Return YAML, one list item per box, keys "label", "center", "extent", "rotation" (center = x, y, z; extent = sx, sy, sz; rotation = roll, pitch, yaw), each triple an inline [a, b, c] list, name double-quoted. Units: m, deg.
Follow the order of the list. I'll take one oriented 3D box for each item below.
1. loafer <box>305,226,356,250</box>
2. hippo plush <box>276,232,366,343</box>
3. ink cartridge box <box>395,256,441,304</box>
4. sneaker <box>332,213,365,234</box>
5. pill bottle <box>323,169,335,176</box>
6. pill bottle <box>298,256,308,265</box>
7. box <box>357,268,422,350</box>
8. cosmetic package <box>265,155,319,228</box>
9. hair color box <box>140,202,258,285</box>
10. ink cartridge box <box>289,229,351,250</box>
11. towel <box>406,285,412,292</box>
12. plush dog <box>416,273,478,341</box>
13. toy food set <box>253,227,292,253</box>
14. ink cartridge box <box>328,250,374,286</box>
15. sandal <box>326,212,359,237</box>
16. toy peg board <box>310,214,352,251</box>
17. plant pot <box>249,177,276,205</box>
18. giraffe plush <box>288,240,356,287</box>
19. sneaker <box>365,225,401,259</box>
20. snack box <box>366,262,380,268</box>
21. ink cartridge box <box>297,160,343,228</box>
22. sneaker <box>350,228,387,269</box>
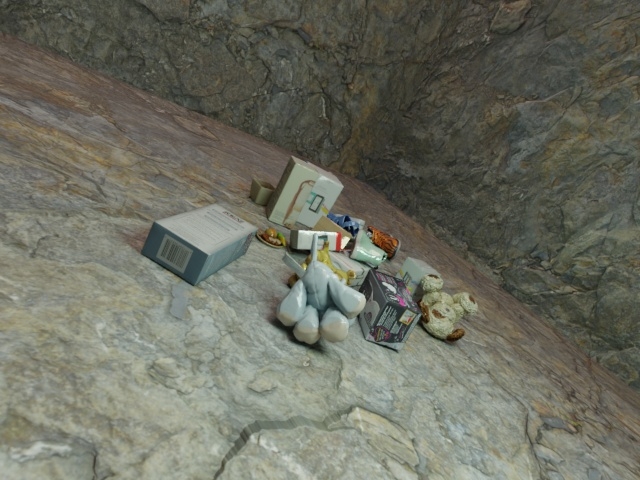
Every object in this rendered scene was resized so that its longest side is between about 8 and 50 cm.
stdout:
- label: "loafer"
  center: [0.076, -0.008, 2.039]
  extent: [0.319, 0.111, 0.112]
  rotation: [19, 21, -29]
- label: "hippo plush"
  center: [-0.008, 0.188, 1.294]
  extent: [0.294, 0.234, 0.236]
  rotation: [52, -6, 20]
- label: "ink cartridge box"
  center: [0.425, 0.183, 1.939]
  extent: [0.128, 0.176, 0.127]
  rotation: [13, 23, -43]
- label: "sneaker"
  center: [0.133, -0.090, 2.410]
  extent: [0.094, 0.091, 0.258]
  rotation: [19, -3, -42]
- label: "pill bottle"
  center: [-0.034, -0.320, 2.591]
  extent: [0.210, 0.210, 0.363]
  rotation: [32, 17, 11]
- label: "pill bottle"
  center: [-0.028, 0.096, 1.657]
  extent: [0.067, 0.067, 0.120]
  rotation: [40, 20, 33]
- label: "box"
  center: [0.221, 0.234, 1.497]
  extent: [0.142, 0.163, 0.247]
  rotation: [21, 18, -13]
- label: "cosmetic package"
  center: [-0.134, -0.224, 2.009]
  extent: [0.129, 0.296, 0.153]
  rotation: [21, 19, -20]
- label: "hair color box"
  center: [-0.357, -0.004, 1.345]
  extent: [0.185, 0.113, 0.374]
  rotation: [31, 18, 5]
- label: "ink cartridge box"
  center: [0.000, 0.000, 1.775]
  extent: [0.231, 0.078, 0.134]
  rotation: [3, 1, -19]
- label: "towel"
  center: [0.359, 0.236, 1.856]
  extent: [0.060, 0.083, 0.009]
  rotation: [25, -5, -17]
- label: "plush dog"
  center: [0.482, 0.299, 1.758]
  extent: [0.262, 0.210, 0.225]
  rotation: [32, 36, 0]
- label: "toy food set"
  center: [-0.201, -0.014, 1.744]
  extent: [0.192, 0.038, 0.132]
  rotation: [19, 20, -29]
- label: "ink cartridge box"
  center: [0.108, 0.115, 1.786]
  extent: [0.148, 0.086, 0.203]
  rotation: [38, 19, 27]
- label: "sandal"
  center: [0.117, -0.078, 2.269]
  extent: [0.126, 0.138, 0.317]
  rotation: [15, 20, -34]
- label: "toy peg board"
  center: [0.027, 0.004, 1.915]
  extent: [0.161, 0.161, 0.079]
  rotation: [35, -16, 4]
- label: "plant pot"
  center: [-0.288, -0.233, 2.133]
  extent: [0.109, 0.096, 0.109]
  rotation: [13, 22, -41]
- label: "giraffe plush"
  center: [0.018, 0.125, 1.499]
  extent: [0.170, 0.181, 0.210]
  rotation: [43, 36, 6]
- label: "sneaker"
  center: [0.332, 0.010, 2.426]
  extent: [0.180, 0.125, 0.321]
  rotation: [22, 7, -10]
- label: "snack box"
  center: [0.219, 0.113, 2.075]
  extent: [0.064, 0.022, 0.178]
  rotation: [41, 21, 31]
- label: "ink cartridge box"
  center: [-0.044, -0.230, 2.216]
  extent: [0.197, 0.270, 0.198]
  rotation: [25, 17, -18]
- label: "sneaker"
  center: [0.211, 0.040, 1.866]
  extent: [0.151, 0.094, 0.256]
  rotation: [24, 23, -2]
